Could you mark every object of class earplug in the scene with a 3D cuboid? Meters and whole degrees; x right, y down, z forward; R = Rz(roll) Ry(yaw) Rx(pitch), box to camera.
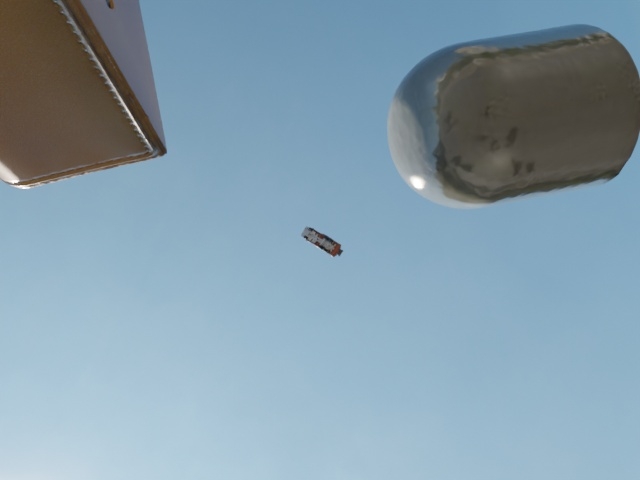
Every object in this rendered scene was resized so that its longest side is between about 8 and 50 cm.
[{"bbox_3d":[0.324,-0.212,1.077,0.394,0.312,0.313,-14,-73,-19],"label":"earplug"}]

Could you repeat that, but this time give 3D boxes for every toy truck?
[{"bbox_3d":[0.000,0.000,0.914,0.032,0.083,0.024,28,-88,-53],"label":"toy truck"}]

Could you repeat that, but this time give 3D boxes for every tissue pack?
[{"bbox_3d":[-0.220,-0.184,0.386,0.145,0.274,0.194,-17,-114,-3],"label":"tissue pack"}]
